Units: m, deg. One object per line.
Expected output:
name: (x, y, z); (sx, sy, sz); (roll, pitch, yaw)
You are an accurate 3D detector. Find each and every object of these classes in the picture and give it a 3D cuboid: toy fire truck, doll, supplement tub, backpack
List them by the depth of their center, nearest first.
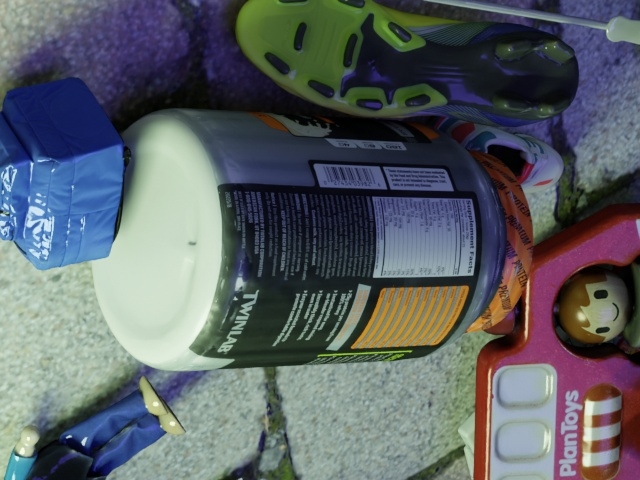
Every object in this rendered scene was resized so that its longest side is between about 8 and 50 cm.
backpack: (-0.195, -0.041, 1.231); (0.101, 0.098, 0.120); (-13, 137, -20)
supplement tub: (0.000, 0.000, 1.334); (0.316, 0.193, 0.193); (1, 116, -38)
doll: (-0.205, 0.183, 1.397); (0.189, 0.046, 0.129); (-36, 143, -5)
toy fire truck: (0.267, 0.117, 1.624); (0.254, 0.169, 0.302); (-4, 107, -10)

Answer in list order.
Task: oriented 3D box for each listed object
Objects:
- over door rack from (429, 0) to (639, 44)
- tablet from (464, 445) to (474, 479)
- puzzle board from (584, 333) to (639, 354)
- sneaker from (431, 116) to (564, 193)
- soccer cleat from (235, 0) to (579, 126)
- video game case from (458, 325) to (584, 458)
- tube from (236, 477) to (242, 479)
over door rack: (0.156, -0.281, 1.308); (0.324, 0.108, 0.239); (10, 113, -17)
tablet: (0.181, 0.203, 1.732); (0.083, 0.006, 0.054); (-31, 132, -17)
puzzle board: (0.310, 0.109, 1.752); (0.128, 0.011, 0.096); (19, 97, -47)
sneaker: (0.165, -0.063, 1.500); (0.161, 0.075, 0.057); (18, 106, -42)
soccer cleat: (0.063, -0.138, 1.360); (0.289, 0.121, 0.093); (6, 91, -22)
video game case: (0.215, 0.176, 1.724); (0.157, 0.019, 0.143); (-44, 135, -14)
tube: (-0.157, 0.298, 1.503); (0.240, 0.062, 0.070); (-30, 176, -25)
